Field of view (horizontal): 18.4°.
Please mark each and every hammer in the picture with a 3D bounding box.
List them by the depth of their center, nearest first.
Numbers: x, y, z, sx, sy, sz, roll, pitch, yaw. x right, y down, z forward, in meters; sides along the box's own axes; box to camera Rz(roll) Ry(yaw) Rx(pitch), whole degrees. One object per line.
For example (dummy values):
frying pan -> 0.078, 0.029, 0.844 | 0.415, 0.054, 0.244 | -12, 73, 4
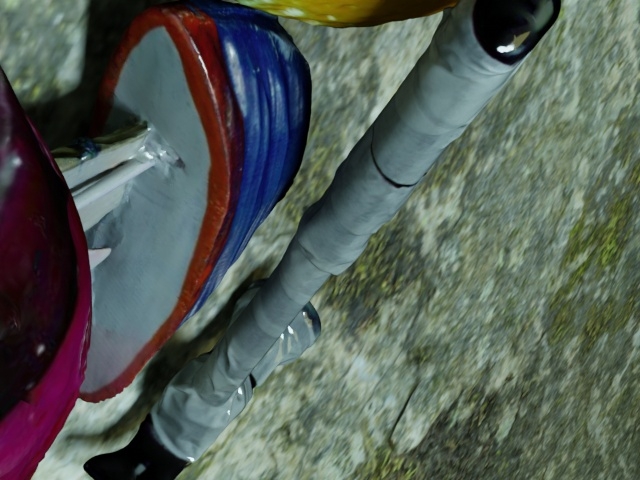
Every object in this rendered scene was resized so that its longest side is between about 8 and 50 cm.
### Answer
hammer -> 0.001, 0.001, 0.809 | 0.152, 0.044, 0.427 | -47, 177, -32

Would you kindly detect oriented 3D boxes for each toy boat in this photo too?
toy boat -> -0.124, 0.036, 0.735 | 0.318, 0.072, 0.219 | -43, 162, -12

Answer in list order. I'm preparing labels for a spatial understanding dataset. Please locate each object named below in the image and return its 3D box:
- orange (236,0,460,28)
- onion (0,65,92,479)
orange -> 0.075, -0.217, 0.667 | 0.334, 0.196, 0.262 | -43, 144, -11
onion -> -0.158, 0.039, 0.445 | 0.140, 0.195, 0.218 | 95, 13, -59
